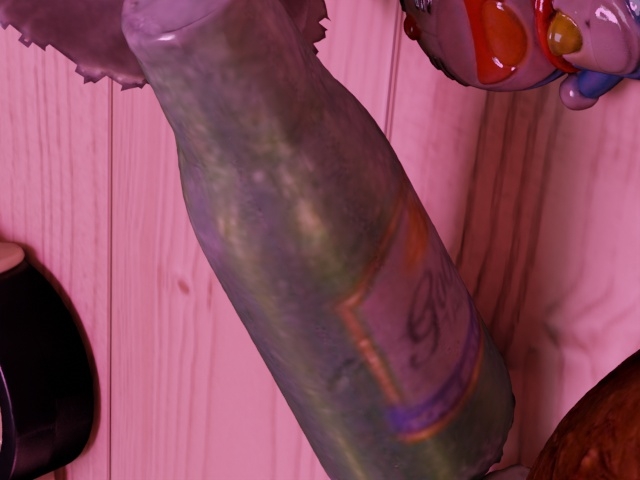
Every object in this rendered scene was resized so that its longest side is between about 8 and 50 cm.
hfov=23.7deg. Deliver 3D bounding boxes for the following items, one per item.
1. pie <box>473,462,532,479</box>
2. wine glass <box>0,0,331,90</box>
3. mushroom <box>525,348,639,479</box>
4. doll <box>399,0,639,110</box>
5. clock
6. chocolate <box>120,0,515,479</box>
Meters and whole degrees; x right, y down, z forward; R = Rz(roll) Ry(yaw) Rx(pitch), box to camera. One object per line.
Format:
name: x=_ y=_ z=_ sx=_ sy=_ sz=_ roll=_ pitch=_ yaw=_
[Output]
pie: x=0.119 y=0.234 z=0.729 sx=0.277 sy=0.078 sz=0.277 roll=16 pitch=113 yaw=45
wine glass: x=-0.024 y=-0.225 z=0.586 sx=0.238 sy=0.238 sz=0.323 roll=59 pitch=139 yaw=16
mushroom: x=0.149 y=0.127 z=0.547 sx=0.194 sy=0.138 sz=0.231 roll=14 pitch=91 yaw=28
doll: x=0.093 y=-0.099 z=0.606 sx=0.152 sy=0.085 sz=0.114 roll=18 pitch=138 yaw=35
clock: x=-0.285 y=0.156 z=1.176 sx=0.276 sy=0.120 sz=0.379 roll=36 pitch=126 yaw=33
chocolate: x=0.000 y=0.000 z=0.642 sx=0.110 sy=0.110 sz=0.291 roll=31 pitch=158 yaw=41
